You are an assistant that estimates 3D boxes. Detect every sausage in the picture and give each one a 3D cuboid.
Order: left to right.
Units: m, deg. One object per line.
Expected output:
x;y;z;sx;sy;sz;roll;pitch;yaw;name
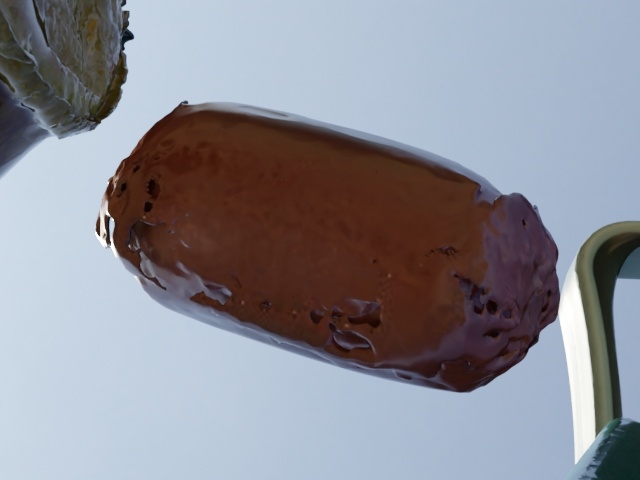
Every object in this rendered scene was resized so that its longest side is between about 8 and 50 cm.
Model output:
0.000;0.000;0.423;0.141;0.076;0.076;16;-117;19;sausage

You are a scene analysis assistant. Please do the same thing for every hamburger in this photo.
-0.198;-0.133;0.766;0.133;0.309;0.211;-2;-108;11;hamburger

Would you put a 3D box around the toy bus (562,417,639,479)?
0.119;0.157;0.543;0.128;0.256;0.147;31;-81;15;toy bus

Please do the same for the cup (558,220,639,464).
0.344;0.093;0.889;0.257;0.331;0.311;-41;-144;41;cup
